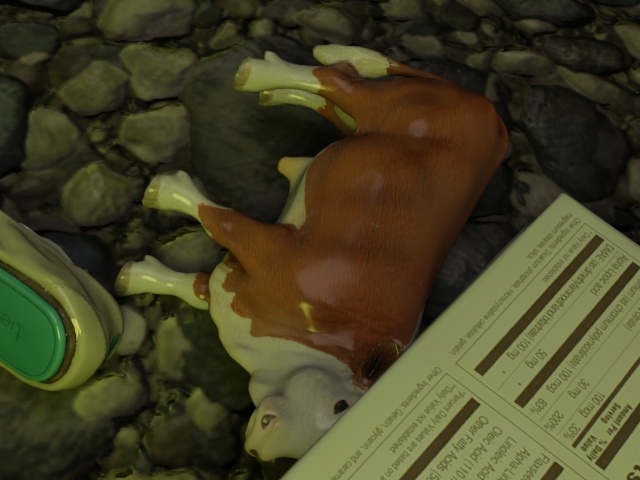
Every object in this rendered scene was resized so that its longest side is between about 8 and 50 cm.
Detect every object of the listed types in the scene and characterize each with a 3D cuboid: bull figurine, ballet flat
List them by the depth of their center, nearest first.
[{"bbox_3d":[-0.210,-0.005,0.648,0.248,0.086,0.086,37,52,13],"label":"ballet flat"},{"bbox_3d":[0.000,0.000,0.676,0.188,0.101,0.310,27,51,9],"label":"bull figurine"}]

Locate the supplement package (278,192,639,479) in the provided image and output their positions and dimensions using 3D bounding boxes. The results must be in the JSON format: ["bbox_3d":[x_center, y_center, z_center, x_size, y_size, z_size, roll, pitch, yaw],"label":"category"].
[{"bbox_3d":[0.059,0.153,0.465,0.145,0.261,0.204,37,53,16],"label":"supplement package"}]
